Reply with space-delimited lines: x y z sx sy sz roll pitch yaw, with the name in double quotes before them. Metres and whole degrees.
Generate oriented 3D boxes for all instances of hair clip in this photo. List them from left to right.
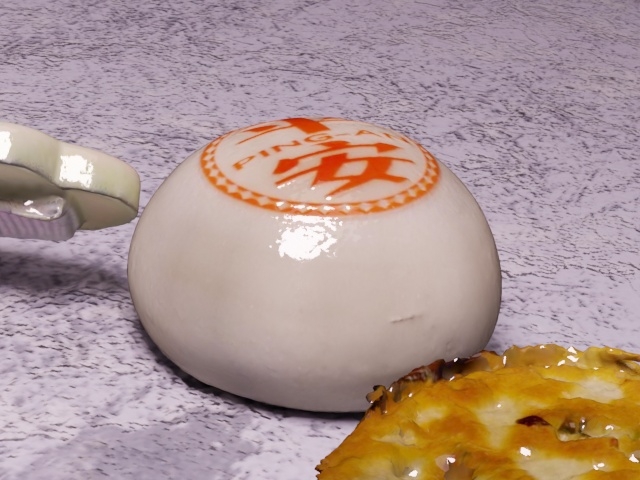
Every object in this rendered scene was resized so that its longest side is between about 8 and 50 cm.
"hair clip" -0.219 -0.019 1.184 0.218 0.071 0.159 -6 -17 2

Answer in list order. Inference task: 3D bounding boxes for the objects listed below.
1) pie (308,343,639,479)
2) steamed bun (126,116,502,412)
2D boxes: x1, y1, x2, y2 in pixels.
"pie" 0.128 0.145 0.949 0.315 0.092 0.315 2 22 -1
"steamed bun" 0.000 0.000 1.166 0.232 0.145 0.232 8 22 -3
